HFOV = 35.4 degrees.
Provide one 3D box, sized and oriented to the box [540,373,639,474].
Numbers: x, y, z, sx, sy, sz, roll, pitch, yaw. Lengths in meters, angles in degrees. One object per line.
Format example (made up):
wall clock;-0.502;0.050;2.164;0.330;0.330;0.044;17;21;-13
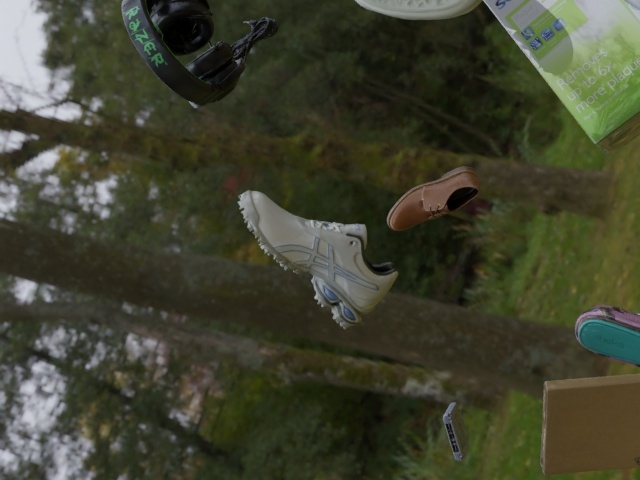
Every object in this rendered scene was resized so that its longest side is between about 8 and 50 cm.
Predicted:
box;0.394;0.240;1.318;0.021;0.201;0.164;-91;-5;-55

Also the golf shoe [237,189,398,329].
golf shoe;0.000;0.000;0.960;0.086;0.176;0.069;-41;24;14

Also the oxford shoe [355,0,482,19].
oxford shoe;0.071;-0.387;1.329;0.130;0.449;0.169;12;-79;-44

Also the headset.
headset;-0.220;-0.388;1.931;0.185;0.243;0.394;-32;-6;19

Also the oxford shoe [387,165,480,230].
oxford shoe;0.231;-0.075;2.065;0.212;0.076;0.076;-31;35;16

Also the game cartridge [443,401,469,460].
game cartridge;0.222;0.310;1.635;0.056;0.017;0.083;-35;-69;-60

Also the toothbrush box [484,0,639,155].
toothbrush box;0.388;-0.293;1.384;0.206;0.283;0.122;-38;-19;17

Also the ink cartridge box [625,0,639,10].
ink cartridge box;0.361;-0.232;0.744;0.131;0.306;0.226;-32;-44;-6

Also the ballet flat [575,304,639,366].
ballet flat;0.398;0.122;1.124;0.079;0.221;0.077;-37;-39;-46
